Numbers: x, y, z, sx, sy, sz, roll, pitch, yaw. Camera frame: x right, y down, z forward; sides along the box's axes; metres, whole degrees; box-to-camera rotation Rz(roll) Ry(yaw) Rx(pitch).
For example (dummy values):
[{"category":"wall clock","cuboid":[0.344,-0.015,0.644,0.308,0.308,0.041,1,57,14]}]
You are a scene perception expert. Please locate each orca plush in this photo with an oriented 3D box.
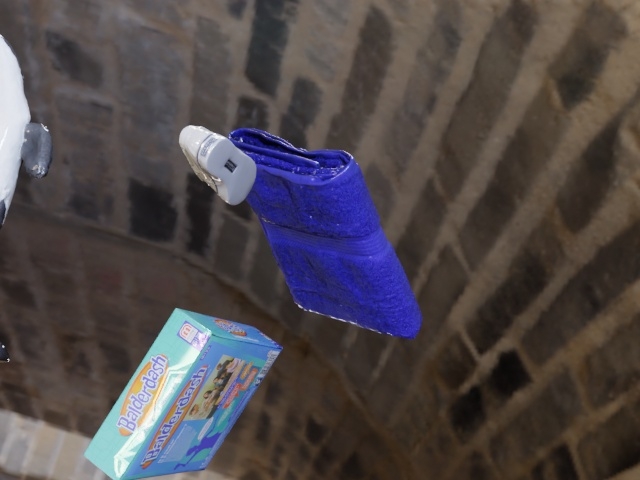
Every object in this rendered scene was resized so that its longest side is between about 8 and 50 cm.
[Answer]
[{"category":"orca plush","cuboid":[-0.292,-0.032,0.902,0.102,0.151,0.287,87,-10,-73]}]

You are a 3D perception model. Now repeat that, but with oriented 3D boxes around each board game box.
[{"category":"board game box","cuboid":[-0.127,0.153,1.024,0.160,0.047,0.210,-57,162,0]}]

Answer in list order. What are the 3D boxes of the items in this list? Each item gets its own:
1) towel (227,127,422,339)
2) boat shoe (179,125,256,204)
[{"category":"towel","cuboid":[0.000,0.000,1.378,0.076,0.227,0.308,-47,131,-23]},{"category":"boat shoe","cuboid":[-0.074,-0.055,0.737,0.035,0.035,0.100,-56,161,-4]}]
